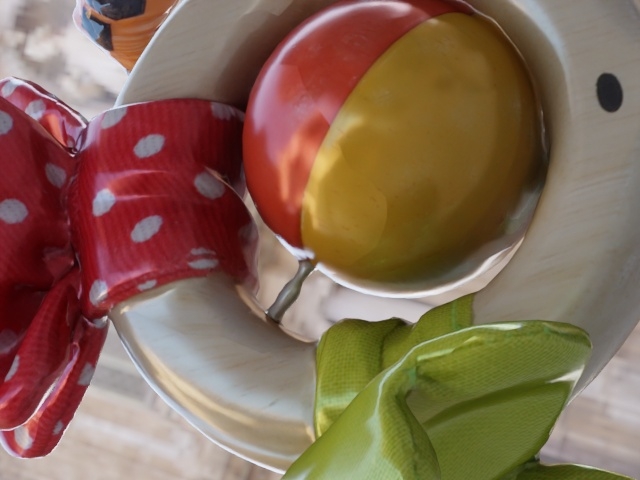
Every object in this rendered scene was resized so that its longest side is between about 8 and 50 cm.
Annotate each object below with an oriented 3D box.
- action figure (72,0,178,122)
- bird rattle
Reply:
[{"bbox_3d":[-0.067,-0.244,0.992,0.330,0.178,0.341,115,166,-68],"label":"action figure"},{"bbox_3d":[0.000,0.000,0.525,0.207,0.253,0.143,-53,-40,-4],"label":"bird rattle"}]
